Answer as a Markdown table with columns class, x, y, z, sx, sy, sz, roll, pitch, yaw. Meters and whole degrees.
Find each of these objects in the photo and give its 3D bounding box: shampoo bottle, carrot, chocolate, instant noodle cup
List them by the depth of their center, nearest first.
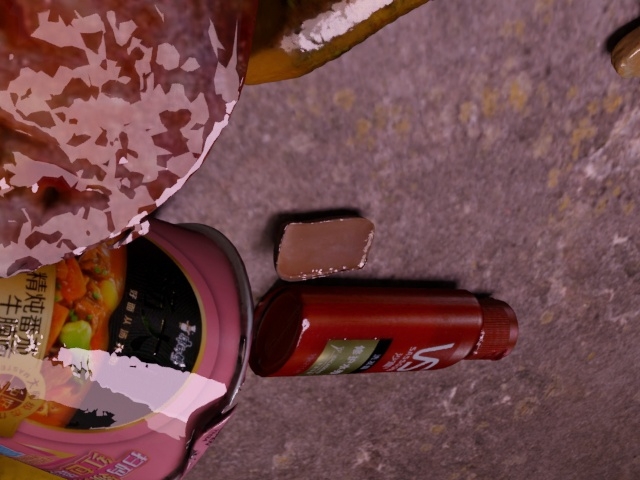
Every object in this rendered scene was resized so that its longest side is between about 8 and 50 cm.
| class | x | y | z | sx | sy | sz | roll | pitch | yaw |
| --- | --- | --- | --- | --- | --- | --- | --- | --- | --- |
| carrot | 0.013 | -0.162 | 0.649 | 0.173 | 0.082 | 0.082 | -26 | 148 | 12 |
| instant noodle cup | -0.215 | 0.052 | 0.718 | 0.244 | 0.244 | 0.255 | -39 | 137 | 25 |
| chocolate | 0.000 | 0.000 | 0.933 | 0.100 | 0.031 | 0.065 | -10 | 129 | -27 |
| shampoo bottle | 0.076 | 0.096 | 1.081 | 0.314 | 0.076 | 0.118 | 4 | 137 | -36 |

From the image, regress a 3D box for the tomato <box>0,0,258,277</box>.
| class | x | y | z | sx | sy | sz | roll | pitch | yaw |
| --- | --- | --- | --- | --- | --- | --- | --- | --- | --- |
| tomato | -0.190 | -0.144 | 0.422 | 0.338 | 0.144 | 0.339 | -8 | 114 | -19 |

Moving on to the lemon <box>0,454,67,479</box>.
| class | x | y | z | sx | sy | sz | roll | pitch | yaw |
| --- | --- | --- | --- | --- | --- | --- | --- | --- | --- |
| lemon | -0.335 | 0.273 | 0.950 | 0.288 | 0.234 | 0.233 | 1 | 142 | -30 |

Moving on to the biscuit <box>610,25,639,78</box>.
| class | x | y | z | sx | sy | sz | roll | pitch | yaw |
| --- | --- | --- | --- | --- | --- | --- | --- | --- | --- |
| biscuit | 0.310 | -0.189 | 0.841 | 0.153 | 0.030 | 0.234 | -25 | 149 | 6 |
